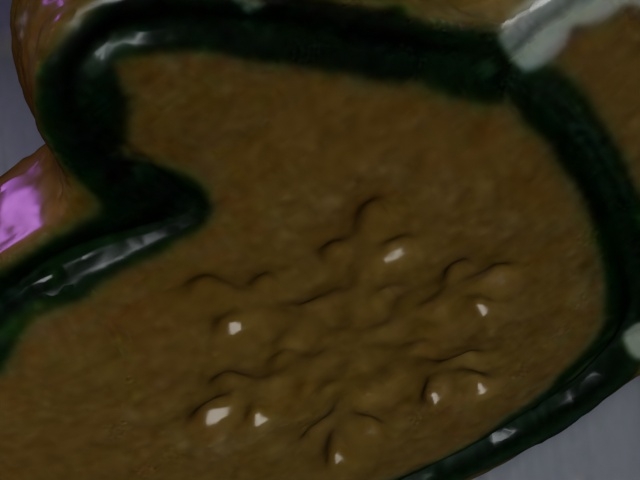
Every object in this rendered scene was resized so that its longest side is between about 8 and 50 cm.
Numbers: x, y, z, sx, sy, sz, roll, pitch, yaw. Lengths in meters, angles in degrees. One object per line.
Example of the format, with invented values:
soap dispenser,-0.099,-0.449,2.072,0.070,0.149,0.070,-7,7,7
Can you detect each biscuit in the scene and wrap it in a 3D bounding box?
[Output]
biscuit,0.001,0.001,0.621,0.343,0.057,0.287,-26,133,6
